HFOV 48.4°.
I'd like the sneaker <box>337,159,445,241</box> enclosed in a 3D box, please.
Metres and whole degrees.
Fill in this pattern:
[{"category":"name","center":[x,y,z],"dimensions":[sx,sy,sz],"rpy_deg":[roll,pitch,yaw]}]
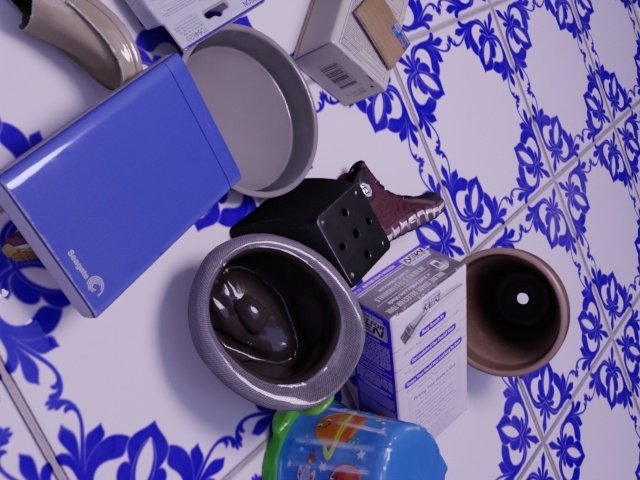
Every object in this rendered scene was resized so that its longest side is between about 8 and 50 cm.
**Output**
[{"category":"sneaker","center":[0.129,-0.089,1.373],"dimensions":[0.281,0.106,0.162],"rpy_deg":[-28,98,-43]}]

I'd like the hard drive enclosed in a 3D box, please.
[{"category":"hard drive","center":[-0.250,-0.081,0.945],"dimensions":[0.318,0.040,0.210],"rpy_deg":[-50,127,-38]}]

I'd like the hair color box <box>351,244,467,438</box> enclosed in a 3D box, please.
[{"category":"hair color box","center":[0.155,0.199,1.220],"dimensions":[0.185,0.110,0.338],"rpy_deg":[-31,131,-32]}]

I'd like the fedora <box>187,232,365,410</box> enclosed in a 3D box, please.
[{"category":"fedora","center":[-0.081,0.122,1.083],"dimensions":[0.275,0.124,0.243],"rpy_deg":[36,68,-14]}]

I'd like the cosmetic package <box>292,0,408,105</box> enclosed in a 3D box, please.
[{"category":"cosmetic package","center":[0.071,-0.439,1.385],"dimensions":[0.160,0.113,0.309],"rpy_deg":[35,58,-34]}]

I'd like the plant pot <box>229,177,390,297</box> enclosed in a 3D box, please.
[{"category":"plant pot","center":[0.000,0.000,1.183],"dimensions":[0.187,0.167,0.188],"rpy_deg":[-43,110,-41]}]

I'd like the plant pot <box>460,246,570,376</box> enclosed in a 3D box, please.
[{"category":"plant pot","center":[0.408,0.137,1.523],"dimensions":[0.229,0.263,0.263],"rpy_deg":[-10,88,-63]}]

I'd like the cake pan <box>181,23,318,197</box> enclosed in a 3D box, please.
[{"category":"cake pan","center":[-0.126,-0.210,1.184],"dimensions":[0.293,0.054,0.293],"rpy_deg":[11,74,-42]}]

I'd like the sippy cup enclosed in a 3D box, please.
[{"category":"sippy cup","center":[0.067,0.371,1.126],"dimensions":[0.305,0.224,0.240],"rpy_deg":[25,65,-39]}]

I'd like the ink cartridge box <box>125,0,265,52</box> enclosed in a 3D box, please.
[{"category":"ink cartridge box","center":[-0.225,-0.424,1.126],"dimensions":[0.224,0.045,0.223],"rpy_deg":[54,49,-12]}]

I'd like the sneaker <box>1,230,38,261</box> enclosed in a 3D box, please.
[{"category":"sneaker","center":[-0.342,-0.037,0.934],"dimensions":[0.185,0.070,0.084],"rpy_deg":[-30,94,-50]}]

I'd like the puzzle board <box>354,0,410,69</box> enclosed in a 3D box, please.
[{"category":"puzzle board","center":[0.117,-0.396,1.336],"dimensions":[0.128,0.011,0.096],"rpy_deg":[54,48,-24]}]

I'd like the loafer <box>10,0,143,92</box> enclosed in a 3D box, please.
[{"category":"loafer","center":[-0.352,-0.299,0.959],"dimensions":[0.268,0.102,0.092],"rpy_deg":[49,52,-13]}]
